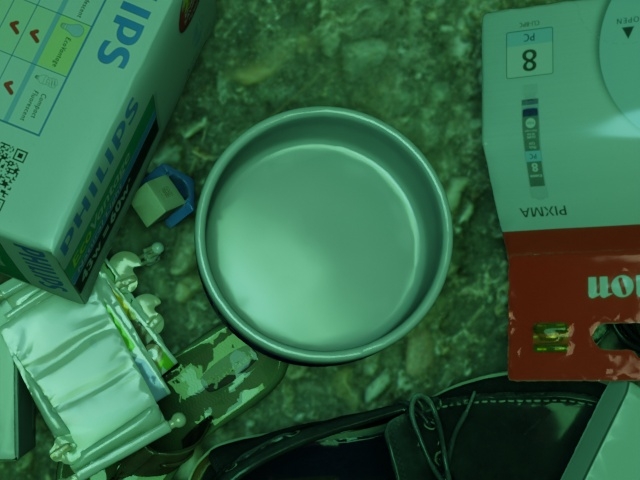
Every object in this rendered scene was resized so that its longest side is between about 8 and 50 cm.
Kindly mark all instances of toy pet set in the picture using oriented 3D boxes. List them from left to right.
[{"bbox_3d":[-0.197,-0.037,1.345,0.114,0.065,0.122,-36,87,34],"label":"toy pet set"}]

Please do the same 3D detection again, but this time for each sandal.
[{"bbox_3d":[-0.166,0.188,1.317,0.303,0.086,0.120,-42,90,-1],"label":"sandal"}]

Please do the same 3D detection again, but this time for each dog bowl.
[{"bbox_3d":[0.000,0.000,1.290,0.265,0.104,0.265,1,80,-6],"label":"dog bowl"}]

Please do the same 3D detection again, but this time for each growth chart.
[{"bbox_3d":[-0.235,0.117,1.267,0.172,0.021,0.237,-23,85,-16],"label":"growth chart"}]

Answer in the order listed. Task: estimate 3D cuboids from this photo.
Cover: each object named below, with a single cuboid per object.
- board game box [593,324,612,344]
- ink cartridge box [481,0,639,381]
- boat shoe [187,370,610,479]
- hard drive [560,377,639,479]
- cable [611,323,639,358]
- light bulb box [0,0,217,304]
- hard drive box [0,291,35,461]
[{"bbox_3d":[0.319,0.006,1.357,0.126,0.026,0.186,43,89,0],"label":"board game box"},{"bbox_3d":[0.317,-0.055,1.224,0.308,0.091,0.385,-3,80,26],"label":"ink cartridge box"},{"bbox_3d":[0.105,0.249,1.290,0.500,0.156,0.187,-9,88,-2],"label":"boat shoe"},{"bbox_3d":[0.385,0.300,1.294,0.307,0.040,0.203,30,84,-20],"label":"hard drive"},{"bbox_3d":[0.408,0.074,1.333,0.184,0.047,0.150,11,97,-13],"label":"cable"},{"bbox_3d":[-0.333,-0.177,1.204,0.361,0.225,0.358,22,75,3],"label":"light bulb box"},{"bbox_3d":[-0.429,0.142,1.312,0.232,0.089,0.181,0,89,-1],"label":"hard drive box"}]
